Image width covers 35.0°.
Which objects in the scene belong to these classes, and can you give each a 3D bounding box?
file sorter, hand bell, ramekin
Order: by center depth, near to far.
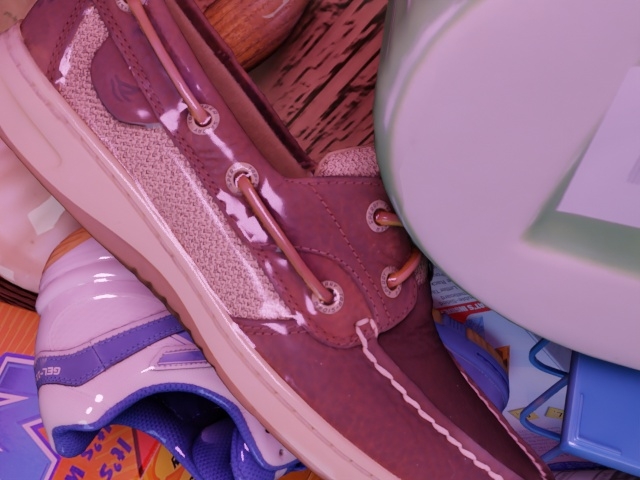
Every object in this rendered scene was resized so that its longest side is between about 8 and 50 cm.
[{"bbox_3d":[0.164,-0.069,0.382,0.303,0.148,0.303,11,147,8],"label":"ramekin"},{"bbox_3d":[-0.091,-0.076,0.552,0.126,0.126,0.242,36,130,-27],"label":"hand bell"},{"bbox_3d":[0.180,0.066,0.559,0.118,0.170,0.104,18,150,-4],"label":"file sorter"}]

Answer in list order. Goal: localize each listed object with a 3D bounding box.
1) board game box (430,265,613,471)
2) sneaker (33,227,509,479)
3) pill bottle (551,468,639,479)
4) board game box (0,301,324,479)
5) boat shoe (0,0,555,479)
[{"bbox_3d":[0.051,0.099,0.759,0.318,0.066,0.318,-12,137,36],"label":"board game box"},{"bbox_3d":[-0.021,0.093,0.578,0.296,0.131,0.112,16,143,-22],"label":"sneaker"},{"bbox_3d":[0.202,0.257,0.681,0.361,0.204,0.204,-11,139,33],"label":"pill bottle"},{"bbox_3d":[-0.222,0.290,0.818,0.356,0.356,0.356,11,152,34],"label":"board game box"},{"bbox_3d":[0.000,0.000,0.466,0.342,0.123,0.123,46,102,1],"label":"boat shoe"}]
